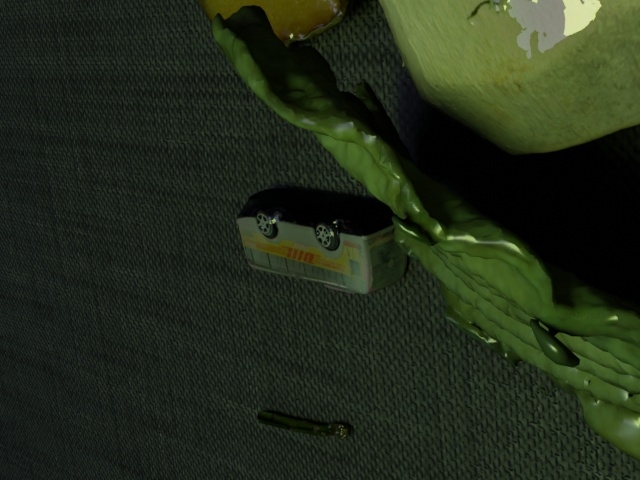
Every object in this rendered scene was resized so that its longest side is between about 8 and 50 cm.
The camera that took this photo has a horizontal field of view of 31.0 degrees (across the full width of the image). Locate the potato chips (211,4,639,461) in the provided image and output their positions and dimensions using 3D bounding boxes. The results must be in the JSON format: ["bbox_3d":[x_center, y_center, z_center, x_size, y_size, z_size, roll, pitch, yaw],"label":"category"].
[{"bbox_3d":[0.114,0.008,0.702,0.389,0.373,0.097,39,89,28],"label":"potato chips"}]

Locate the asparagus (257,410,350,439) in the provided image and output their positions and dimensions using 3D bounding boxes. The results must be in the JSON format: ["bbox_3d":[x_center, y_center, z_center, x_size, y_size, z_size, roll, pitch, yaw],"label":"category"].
[{"bbox_3d":[-0.017,0.175,1.091,0.127,0.015,0.018,0,105,49],"label":"asparagus"}]

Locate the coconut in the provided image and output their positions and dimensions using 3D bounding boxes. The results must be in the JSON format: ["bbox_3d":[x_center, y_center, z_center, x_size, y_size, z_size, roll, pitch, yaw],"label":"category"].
[{"bbox_3d":[0.138,-0.177,0.627,0.227,0.227,0.230,-11,102,51],"label":"coconut"}]

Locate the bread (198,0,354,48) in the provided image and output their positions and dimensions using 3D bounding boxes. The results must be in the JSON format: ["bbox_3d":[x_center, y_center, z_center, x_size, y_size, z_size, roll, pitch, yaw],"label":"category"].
[{"bbox_3d":[-0.053,-0.260,0.922,0.161,0.088,0.233,-19,92,56],"label":"bread"}]

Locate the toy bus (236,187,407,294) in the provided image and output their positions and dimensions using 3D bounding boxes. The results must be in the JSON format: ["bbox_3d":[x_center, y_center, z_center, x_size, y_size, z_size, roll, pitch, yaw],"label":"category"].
[{"bbox_3d":[0.000,0.000,0.978,0.172,0.057,0.072,11,118,48],"label":"toy bus"}]
